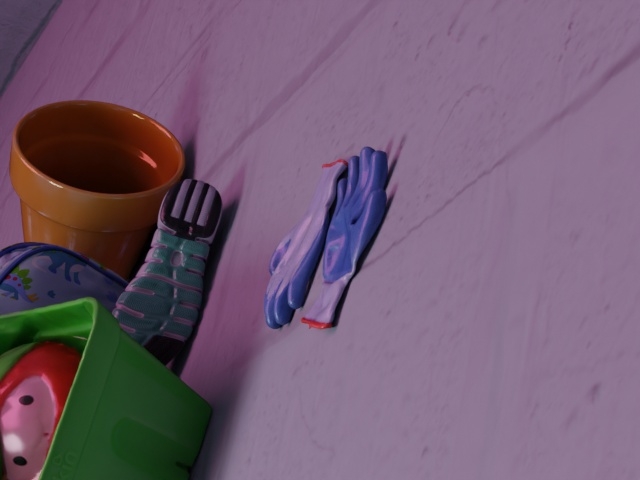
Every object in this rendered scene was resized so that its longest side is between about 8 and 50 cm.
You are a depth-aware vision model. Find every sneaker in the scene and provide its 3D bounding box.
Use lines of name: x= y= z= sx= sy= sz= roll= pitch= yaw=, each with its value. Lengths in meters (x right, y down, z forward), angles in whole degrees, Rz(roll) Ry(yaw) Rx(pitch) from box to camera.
sneaker: x=-0.156 y=0.051 z=1.630 sx=0.098 sy=0.083 sz=0.224 roll=102 pitch=-170 yaw=-73

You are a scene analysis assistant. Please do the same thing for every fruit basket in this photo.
fruit basket: x=-0.329 y=0.218 z=1.374 sx=0.283 sy=0.392 sz=0.392 roll=-12 pitch=56 yaw=54

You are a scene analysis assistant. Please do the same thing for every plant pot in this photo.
plant pot: x=-0.281 y=-0.038 z=1.898 sx=0.205 sy=0.205 sz=0.188 roll=-94 pitch=16 yaw=-54

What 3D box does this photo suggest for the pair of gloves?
pair of gloves: x=0.000 y=0.000 z=1.306 sx=0.198 sy=0.023 sz=0.159 roll=-1 pitch=67 yaw=69

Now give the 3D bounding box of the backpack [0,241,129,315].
backpack: x=-0.323 y=0.173 z=1.646 sx=0.273 sy=0.290 sz=0.355 roll=-46 pitch=20 yaw=35
